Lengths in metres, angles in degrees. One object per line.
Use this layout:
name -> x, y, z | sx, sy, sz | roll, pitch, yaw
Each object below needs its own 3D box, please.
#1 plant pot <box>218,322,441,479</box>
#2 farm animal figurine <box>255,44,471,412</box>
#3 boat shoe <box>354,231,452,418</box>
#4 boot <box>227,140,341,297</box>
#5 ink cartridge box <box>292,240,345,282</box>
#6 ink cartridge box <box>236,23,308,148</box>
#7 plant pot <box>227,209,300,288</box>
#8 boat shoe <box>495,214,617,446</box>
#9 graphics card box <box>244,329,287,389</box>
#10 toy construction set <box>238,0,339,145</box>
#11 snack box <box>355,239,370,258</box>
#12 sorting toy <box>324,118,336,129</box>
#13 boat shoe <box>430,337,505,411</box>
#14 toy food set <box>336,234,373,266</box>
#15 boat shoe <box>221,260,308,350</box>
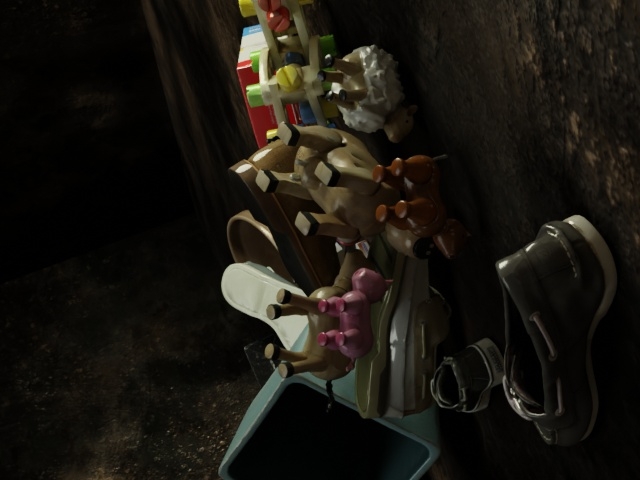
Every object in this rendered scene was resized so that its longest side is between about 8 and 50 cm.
plant pot -> 0.028, 0.250, 1.805 | 0.247, 0.247, 0.252 | -56, 10, 34
farm animal figurine -> 0.050, -0.015, 1.423 | 0.330, 0.172, 0.327 | -51, 50, 35
boat shoe -> 0.115, 0.094, 1.575 | 0.113, 0.103, 0.302 | -114, 28, -61
boot -> 0.000, 0.000, 1.582 | 0.112, 0.115, 0.305 | 31, 153, 57
ink cartridge box -> -0.008, 0.006, 2.061 | 0.207, 0.097, 0.046 | 96, 151, -68
ink cartridge box -> -0.069, -0.228, 1.784 | 0.231, 0.078, 0.134 | -89, -14, -62
plant pot -> -0.070, 0.031, 2.322 | 0.237, 0.109, 0.237 | 42, 151, 30
boat shoe -> 0.205, 0.102, 1.138 | 0.335, 0.095, 0.112 | 82, 164, -51
graphics card box -> -0.005, 0.324, 2.362 | 0.233, 0.094, 0.371 | 65, -168, 25
toy construction set -> -0.047, -0.288, 1.522 | 0.328, 0.151, 0.215 | 93, 174, -52
snack box -> 0.082, 0.078, 1.947 | 0.178, 0.022, 0.064 | 83, 162, -53
sorting toy -> 0.006, -0.149, 1.837 | 0.061, 0.042, 0.102 | 80, 166, -46
boat shoe -> 0.175, 0.177, 1.519 | 0.219, 0.070, 0.078 | 97, 150, -69
toy food set -> 0.055, 0.042, 1.745 | 0.232, 0.111, 0.104 | 45, 157, 39
boat shoe -> -0.041, 0.129, 2.175 | 0.319, 0.099, 0.116 | 30, 109, 34
